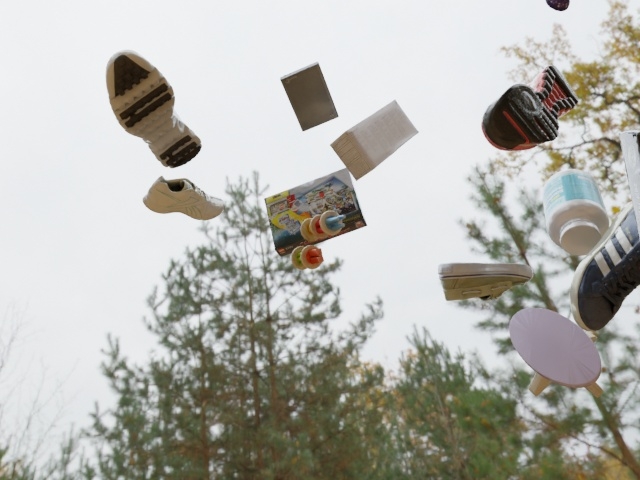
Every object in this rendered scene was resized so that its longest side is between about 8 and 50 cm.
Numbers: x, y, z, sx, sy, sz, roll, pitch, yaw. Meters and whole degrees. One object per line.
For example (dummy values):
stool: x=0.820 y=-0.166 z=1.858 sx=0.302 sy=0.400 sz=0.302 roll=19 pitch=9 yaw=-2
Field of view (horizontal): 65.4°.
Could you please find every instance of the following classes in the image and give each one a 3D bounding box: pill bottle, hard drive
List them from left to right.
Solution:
hard drive: x=-0.024 y=-0.329 z=1.145 sx=0.094 sy=0.022 sz=0.135 roll=-21 pitch=-55 yaw=7
pill bottle: x=0.675 y=-0.072 z=1.322 sx=0.146 sy=0.264 sz=0.146 roll=9 pitch=-54 yaw=13

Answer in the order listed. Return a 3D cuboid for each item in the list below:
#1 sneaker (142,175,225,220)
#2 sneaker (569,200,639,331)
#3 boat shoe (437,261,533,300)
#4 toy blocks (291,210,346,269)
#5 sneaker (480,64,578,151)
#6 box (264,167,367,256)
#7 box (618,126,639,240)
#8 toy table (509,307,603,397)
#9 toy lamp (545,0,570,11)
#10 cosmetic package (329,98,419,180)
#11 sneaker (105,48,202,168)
sneaker: x=-0.230 y=-0.075 z=0.879 sx=0.152 sy=0.054 sz=0.061 roll=5 pitch=-47 yaw=-43
sneaker: x=0.694 y=0.053 z=1.106 sx=0.131 sy=0.350 sz=0.148 roll=35 pitch=-8 yaw=-16
boat shoe: x=0.411 y=0.103 z=1.246 sx=0.302 sy=0.094 sz=0.109 roll=2 pitch=-5 yaw=-28
toy blocks: x=0.000 y=0.000 z=1.051 sx=0.054 sy=0.123 sz=0.148 roll=23 pitch=-16 yaw=-22
sneaker: x=0.365 y=-0.216 z=0.922 sx=0.313 sy=0.116 sz=0.136 roll=-33 pitch=-2 yaw=-40
box: x=-0.016 y=-0.072 z=1.248 sx=0.232 sy=0.159 sz=0.044 roll=-19 pitch=-29 yaw=8
box: x=0.442 y=-0.070 z=0.534 sx=0.180 sy=0.148 sz=0.077 roll=-12 pitch=8 yaw=20
toy table: x=0.690 y=0.330 z=1.447 sx=0.252 sy=0.274 sz=0.161 roll=-36 pitch=-47 yaw=8
toy lamp: x=0.693 y=-0.731 z=1.291 sx=0.080 sy=0.080 sz=0.275 roll=-3 pitch=-24 yaw=-9
cosmetic package: x=0.124 y=-0.227 z=1.104 sx=0.060 sy=0.239 sz=0.099 roll=-30 pitch=-82 yaw=45
sneaker: x=-0.315 y=-0.243 z=0.902 sx=0.110 sy=0.118 sz=0.292 roll=-33 pitch=-18 yaw=-9
